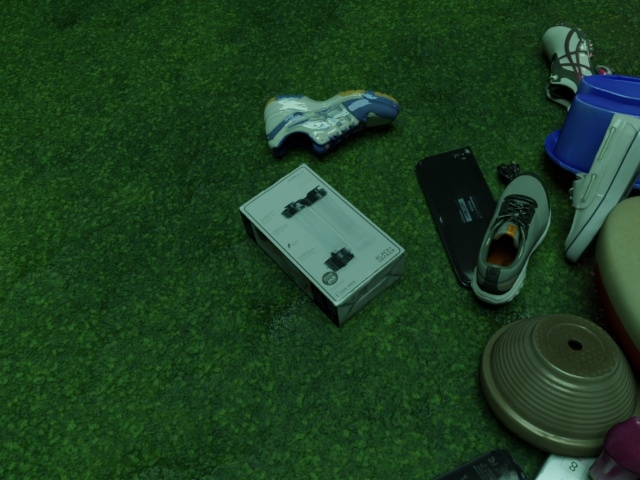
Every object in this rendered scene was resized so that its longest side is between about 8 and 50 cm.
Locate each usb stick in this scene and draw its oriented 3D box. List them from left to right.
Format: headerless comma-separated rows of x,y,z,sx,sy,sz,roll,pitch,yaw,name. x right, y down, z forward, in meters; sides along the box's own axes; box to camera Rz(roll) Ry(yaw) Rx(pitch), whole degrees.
0.163,0.385,0.815,0.277,0.045,0.077,-23,41,-9,usb stick

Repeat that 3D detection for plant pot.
0.367,0.190,0.855,0.237,0.110,0.237,-1,42,1,plant pot

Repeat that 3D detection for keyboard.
0.321,-0.062,1.111,0.201,0.033,0.317,-14,57,2,keyboard

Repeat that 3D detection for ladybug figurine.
0.572,0.129,0.853,0.304,0.162,0.450,0,49,-13,ladybug figurine

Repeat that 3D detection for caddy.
0.610,-0.185,1.077,0.341,0.179,0.241,16,39,22,caddy

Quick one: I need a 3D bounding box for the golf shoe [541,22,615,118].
0.549,-0.381,1.262,0.120,0.105,0.273,-20,55,1,golf shoe

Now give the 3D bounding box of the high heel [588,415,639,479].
0.491,0.286,0.772,0.243,0.117,0.082,10,32,-10,high heel

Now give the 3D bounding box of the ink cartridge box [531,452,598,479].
0.357,0.417,0.769,0.189,0.066,0.232,33,61,24,ink cartridge box

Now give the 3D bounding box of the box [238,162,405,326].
0.000,0.000,1.069,0.169,0.087,0.290,-38,61,-18,box

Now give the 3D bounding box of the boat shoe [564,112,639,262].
0.483,-0.089,0.991,0.088,0.268,0.096,35,36,30,boat shoe

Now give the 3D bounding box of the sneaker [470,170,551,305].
0.343,-0.020,0.997,0.100,0.108,0.272,16,60,22,sneaker

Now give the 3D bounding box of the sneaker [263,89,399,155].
0.026,-0.244,1.239,0.296,0.112,0.131,-4,73,5,sneaker
